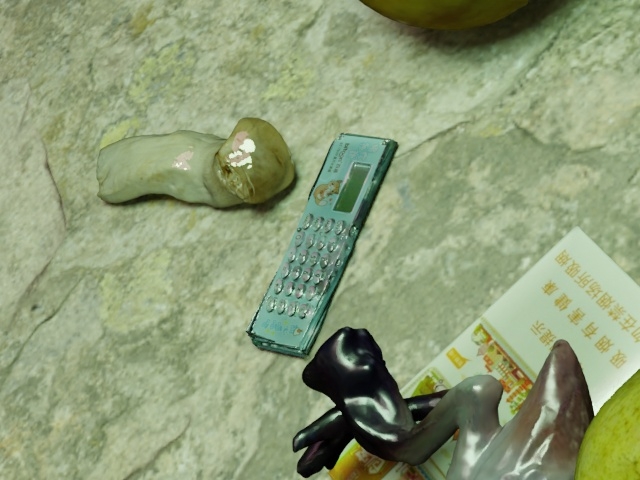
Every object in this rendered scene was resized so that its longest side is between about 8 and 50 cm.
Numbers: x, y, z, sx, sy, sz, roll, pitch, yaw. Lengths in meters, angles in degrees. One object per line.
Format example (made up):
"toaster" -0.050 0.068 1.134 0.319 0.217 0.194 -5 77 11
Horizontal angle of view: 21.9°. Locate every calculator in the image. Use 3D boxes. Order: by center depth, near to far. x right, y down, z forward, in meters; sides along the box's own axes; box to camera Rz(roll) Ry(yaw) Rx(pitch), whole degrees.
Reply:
"calculator" 0.000 0.000 1.162 0.057 0.018 0.172 11 69 37

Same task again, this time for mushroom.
"mushroom" -0.106 -0.057 1.250 0.202 0.054 0.059 2 60 42

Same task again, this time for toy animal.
"toy animal" 0.094 0.188 0.905 0.195 0.090 0.324 -32 66 34

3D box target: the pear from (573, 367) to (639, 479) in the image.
"pear" 0.222 0.137 0.813 0.197 0.197 0.197 -17 54 26

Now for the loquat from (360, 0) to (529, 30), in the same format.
"loquat" 0.078 -0.249 1.146 0.246 0.213 0.213 -7 57 58

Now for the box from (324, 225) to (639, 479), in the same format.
"box" 0.113 0.103 1.005 0.220 0.032 0.122 -44 49 4
